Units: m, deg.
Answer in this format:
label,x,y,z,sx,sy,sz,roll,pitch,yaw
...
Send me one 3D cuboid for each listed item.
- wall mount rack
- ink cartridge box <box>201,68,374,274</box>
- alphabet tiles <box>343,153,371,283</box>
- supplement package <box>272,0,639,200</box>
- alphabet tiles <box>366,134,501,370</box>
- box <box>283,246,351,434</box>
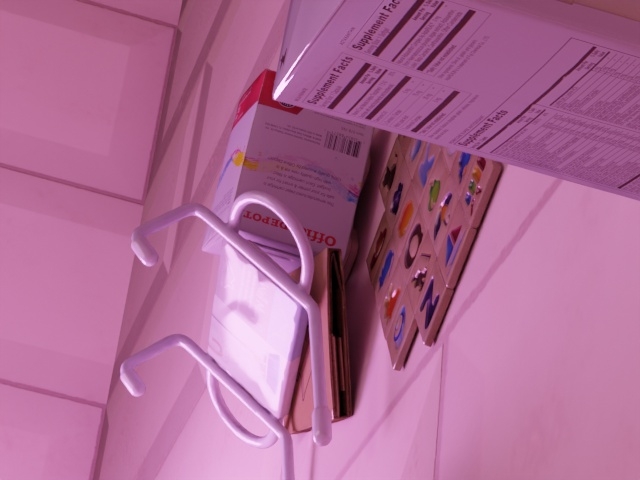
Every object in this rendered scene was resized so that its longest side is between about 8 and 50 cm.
label,x,y,z,sx,sy,sz,roll,pitch,yaw
wall mount rack,-0.068,0.136,1.833,0.304,0.130,0.350,41,143,27
ink cartridge box,-0.033,-0.062,1.947,0.127,0.128,0.176,143,143,-69
alphabet tiles,0.000,0.000,2.071,0.284,0.021,0.278,-99,29,-63
supplement package,0.137,-0.162,1.026,0.198,0.263,0.199,136,146,-69
alphabet tiles,0.102,-0.056,1.691,0.342,0.011,0.285,-101,28,-65
box,-0.009,0.104,1.877,0.201,0.021,0.164,144,123,-73
